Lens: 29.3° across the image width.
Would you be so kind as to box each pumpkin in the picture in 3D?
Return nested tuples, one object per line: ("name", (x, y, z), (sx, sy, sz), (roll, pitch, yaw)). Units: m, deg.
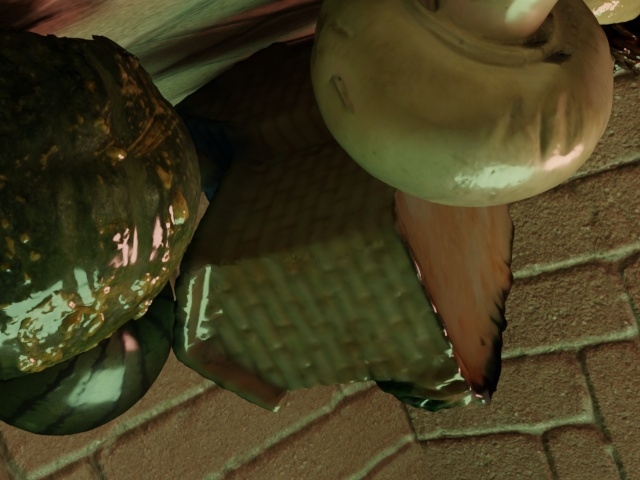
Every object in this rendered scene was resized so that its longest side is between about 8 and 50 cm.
("pumpkin", (-0.229, -0.029, 0.909), (0.292, 0.257, 0.328), (-8, -175, -24))

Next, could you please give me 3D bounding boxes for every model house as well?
("model house", (0.000, 0.000, 1.543), (0.400, 0.395, 0.445), (-11, -144, 20))

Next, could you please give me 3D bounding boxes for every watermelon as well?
("watermelon", (-0.334, 0.106, 1.551), (0.279, 0.279, 0.359), (-22, 177, -29))

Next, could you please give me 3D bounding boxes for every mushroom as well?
("mushroom", (0.174, -0.183, 1.236), (0.356, 0.315, 0.315), (-18, -176, 20))

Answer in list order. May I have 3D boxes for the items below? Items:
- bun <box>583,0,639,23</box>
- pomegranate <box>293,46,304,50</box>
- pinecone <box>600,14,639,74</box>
("bun", (0.338, -0.360, 1.609), (0.222, 0.127, 0.222), (-1, -153, 0))
("pomegranate", (0.019, -0.141, 1.953), (0.417, 0.416, 0.416), (-20, -176, 1))
("pinecone", (0.558, -0.400, 2.019), (0.296, 0.242, 0.298), (-28, 177, 34))
